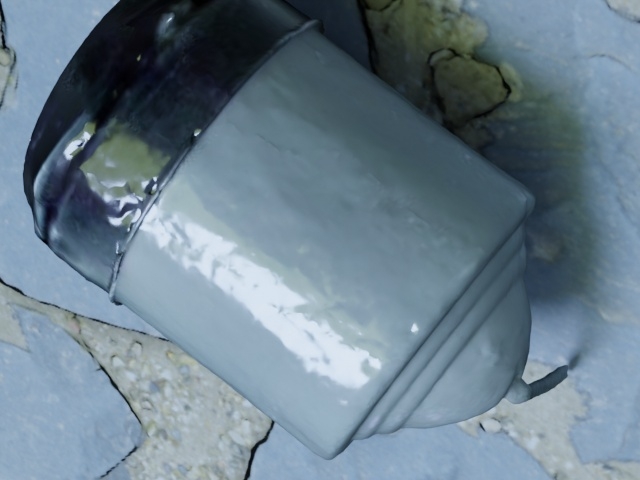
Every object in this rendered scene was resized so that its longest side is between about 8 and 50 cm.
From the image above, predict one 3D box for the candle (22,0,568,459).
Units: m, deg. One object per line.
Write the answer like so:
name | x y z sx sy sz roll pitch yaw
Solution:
candle | 0.000 0.000 1.132 0.342 0.221 0.221 37 131 8
